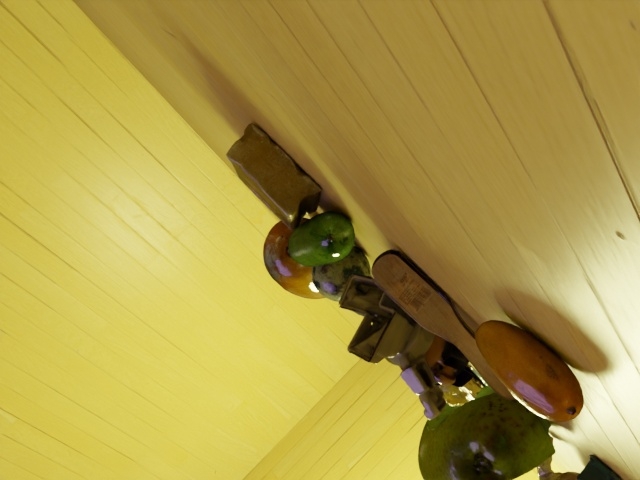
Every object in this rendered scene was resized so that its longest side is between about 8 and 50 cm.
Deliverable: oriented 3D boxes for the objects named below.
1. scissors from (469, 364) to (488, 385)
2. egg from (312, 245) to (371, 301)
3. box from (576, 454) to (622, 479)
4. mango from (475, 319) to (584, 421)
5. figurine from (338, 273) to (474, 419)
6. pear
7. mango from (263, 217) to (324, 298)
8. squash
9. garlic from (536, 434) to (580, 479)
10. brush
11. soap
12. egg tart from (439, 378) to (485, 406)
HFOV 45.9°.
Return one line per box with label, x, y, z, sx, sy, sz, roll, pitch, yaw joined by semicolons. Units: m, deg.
scissors;0.455;0.399;1.869;0.248;0.017;0.144;48;174;-26
egg;0.045;0.073;1.784;0.141;0.141;0.181;46;174;-10
box;0.520;0.449;1.397;0.099;0.054;0.074;48;177;-43
mango;0.257;0.157;0.952;0.098;0.075;0.190;58;175;-37
figurine;0.173;0.183;1.400;0.143;0.308;0.308;-25;117;42
pear;0.327;0.404;1.543;0.176;0.286;0.282;64;180;11
mango;-0.031;0.050;2.030;0.221;0.199;0.384;36;-174;17
squash;0.000;0.000;1.595;0.107;0.107;0.395;45;167;-4
garlic;0.522;0.553;1.656;0.245;0.245;0.253;59;-162;-74
brush;0.219;0.139;1.281;0.327;0.070;0.065;44;-166;8
soap;-0.096;-0.124;1.594;0.199;0.091;0.315;44;177;1
egg tart;0.334;0.362;2.064;0.288;0.118;0.288;48;180;0
